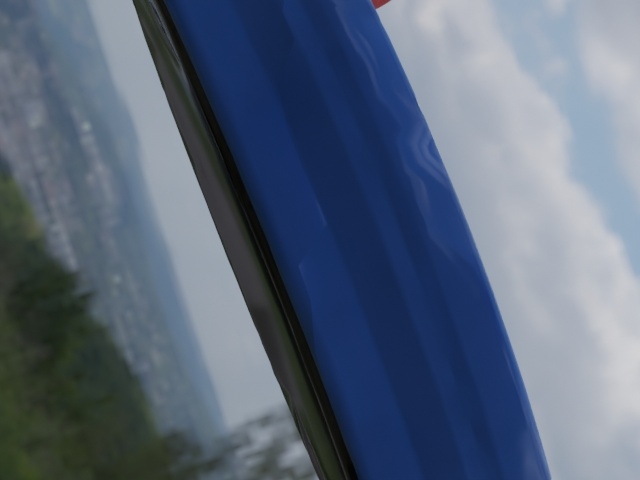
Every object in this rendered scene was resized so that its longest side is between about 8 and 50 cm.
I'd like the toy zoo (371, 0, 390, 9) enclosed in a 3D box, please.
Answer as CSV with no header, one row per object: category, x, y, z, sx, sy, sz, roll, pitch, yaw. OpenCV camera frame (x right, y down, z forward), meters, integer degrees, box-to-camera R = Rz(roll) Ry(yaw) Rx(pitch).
toy zoo,0.025,-0.294,1.703,0.030,0.293,0.192,-4,-67,47

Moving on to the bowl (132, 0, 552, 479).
bowl,0.000,0.000,0.926,0.391,0.077,0.391,158,-90,-85
